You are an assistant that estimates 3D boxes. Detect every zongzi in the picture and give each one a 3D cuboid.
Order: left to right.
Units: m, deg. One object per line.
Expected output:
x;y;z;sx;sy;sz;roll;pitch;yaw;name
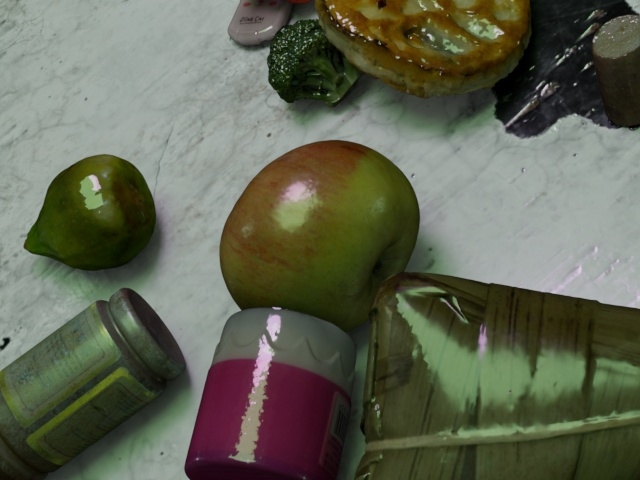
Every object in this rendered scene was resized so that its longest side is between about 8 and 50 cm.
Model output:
0.266;0.292;1.099;0.499;0.218;0.467;8;88;19;zongzi

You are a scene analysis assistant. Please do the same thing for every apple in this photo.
0.000;0.000;1.350;0.194;0.261;0.261;30;76;26;apple

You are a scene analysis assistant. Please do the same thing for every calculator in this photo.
-0.088;-0.388;1.795;0.100;0.032;0.175;4;60;30;calculator

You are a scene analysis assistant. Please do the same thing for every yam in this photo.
0.381;-0.210;1.366;0.084;0.127;0.084;-15;49;18;yam

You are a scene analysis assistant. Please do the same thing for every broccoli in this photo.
-0.006;-0.268;1.608;0.138;0.146;0.162;42;97;2;broccoli

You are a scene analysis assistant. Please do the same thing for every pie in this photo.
0.148;-0.317;1.529;0.315;0.092;0.315;4;55;-5;pie

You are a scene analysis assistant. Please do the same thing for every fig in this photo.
-0.332;-0.032;1.620;0.233;0.167;0.167;-30;36;58;fig

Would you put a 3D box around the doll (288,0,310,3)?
0.002;-0.465;1.732;0.290;0.130;0.161;-32;65;-3;doll

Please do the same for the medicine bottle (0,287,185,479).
-0.345;0.209;1.446;0.322;0.151;0.151;-36;49;1;medicine bottle

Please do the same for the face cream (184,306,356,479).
-0.054;0.199;1.283;0.175;0.175;0.195;-3;57;26;face cream
